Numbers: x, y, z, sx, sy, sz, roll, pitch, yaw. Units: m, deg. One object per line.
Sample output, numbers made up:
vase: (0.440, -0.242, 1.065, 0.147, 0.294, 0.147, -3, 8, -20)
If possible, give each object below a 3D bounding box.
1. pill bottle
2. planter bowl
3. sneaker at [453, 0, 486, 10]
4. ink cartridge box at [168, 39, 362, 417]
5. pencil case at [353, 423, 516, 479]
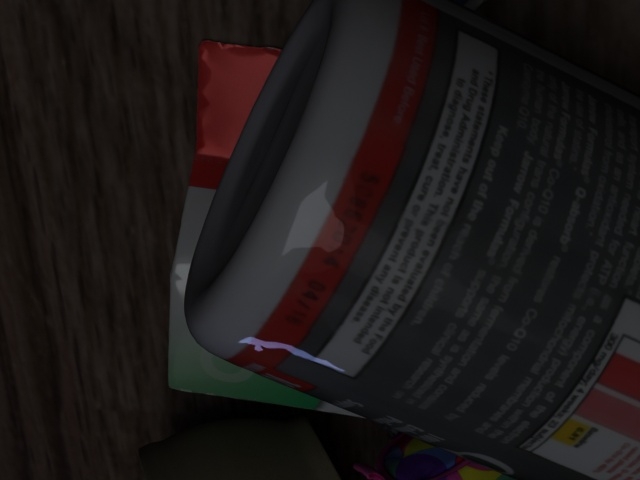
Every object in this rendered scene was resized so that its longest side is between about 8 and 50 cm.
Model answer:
pill bottle: (0.131, 0.025, 0.650, 0.363, 0.210, 0.210, 24, 117, -12)
planter bowl: (-0.034, 0.182, 0.817, 0.109, 0.162, 0.162, -29, 107, -7)
sneaker: (0.072, -0.168, 0.680, 0.152, 0.058, 0.085, -34, 97, 30)
ink cartridge box: (0.000, 0.000, 0.773, 0.181, 0.056, 0.225, 8, 116, 8)
pencil case: (0.112, 0.220, 0.823, 0.104, 0.104, 0.236, -20, 108, 19)
